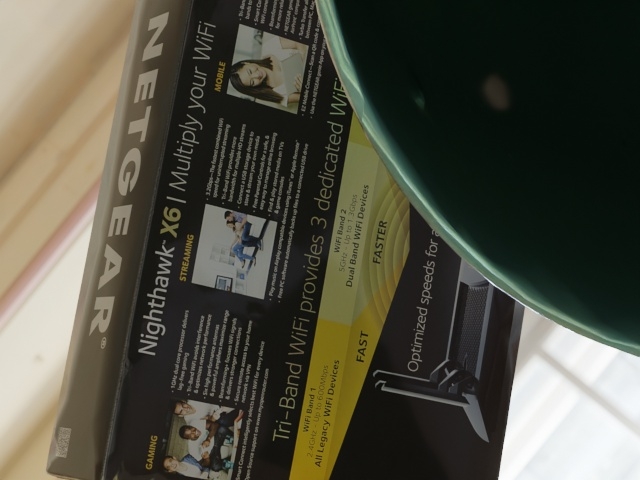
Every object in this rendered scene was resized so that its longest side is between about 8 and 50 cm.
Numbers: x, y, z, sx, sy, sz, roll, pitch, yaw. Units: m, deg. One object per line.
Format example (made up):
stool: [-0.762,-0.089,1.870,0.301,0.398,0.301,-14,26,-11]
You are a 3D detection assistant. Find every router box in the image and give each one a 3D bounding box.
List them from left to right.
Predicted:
router box: [0.000,0.000,0.890,0.243,0.308,0.081,15,169,-29]

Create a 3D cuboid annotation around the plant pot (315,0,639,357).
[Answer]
plant pot: [0.125,-0.141,0.506,0.293,0.293,0.235,39,-167,-22]
